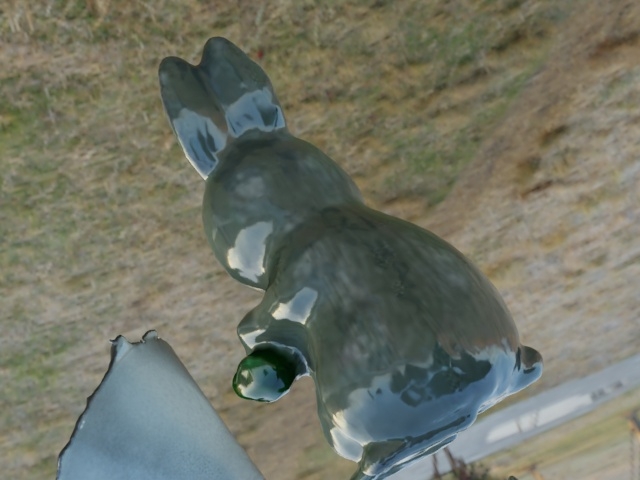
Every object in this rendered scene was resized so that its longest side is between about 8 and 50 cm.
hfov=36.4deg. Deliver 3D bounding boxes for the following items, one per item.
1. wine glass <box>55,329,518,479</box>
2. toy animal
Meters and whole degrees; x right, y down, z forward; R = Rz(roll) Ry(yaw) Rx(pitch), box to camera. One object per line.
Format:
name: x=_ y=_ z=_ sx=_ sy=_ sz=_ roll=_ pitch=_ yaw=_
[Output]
wine glass: x=-0.018 y=0.156 z=0.548 sx=0.232 sy=0.156 sz=0.156 roll=17 pitch=164 yaw=12
toy animal: x=0.002 y=0.008 z=0.495 sx=0.138 sy=0.236 sz=0.108 roll=-23 pitch=153 yaw=-11
